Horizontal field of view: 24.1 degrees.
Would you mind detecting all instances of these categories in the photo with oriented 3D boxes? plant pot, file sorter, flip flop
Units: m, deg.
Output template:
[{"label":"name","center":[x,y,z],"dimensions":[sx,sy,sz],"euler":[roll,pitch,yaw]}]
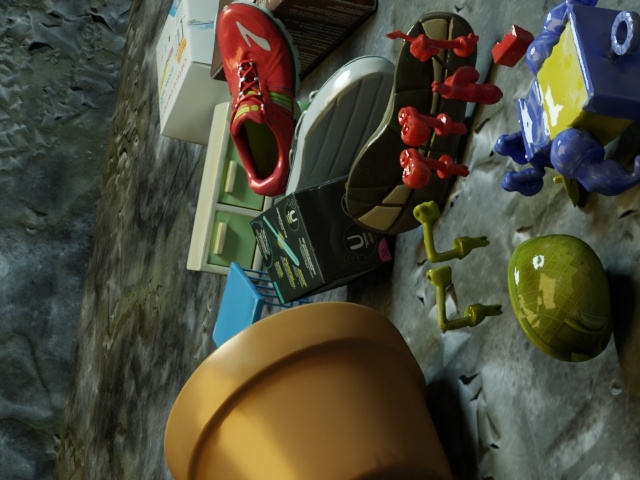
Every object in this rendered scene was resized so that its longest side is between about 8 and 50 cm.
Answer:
[{"label":"plant pot","center":[0.009,0.237,1.553],"dimensions":[0.203,0.291,0.291],"euler":[53,131,45]},{"label":"file sorter","center":[-0.073,0.117,2.088],"dimensions":[0.170,0.104,0.118],"euler":[-133,55,-68]},{"label":"flip flop","center":[0.110,-0.132,1.712],"dimensions":[0.080,0.112,0.277],"euler":[-56,-18,-68]}]

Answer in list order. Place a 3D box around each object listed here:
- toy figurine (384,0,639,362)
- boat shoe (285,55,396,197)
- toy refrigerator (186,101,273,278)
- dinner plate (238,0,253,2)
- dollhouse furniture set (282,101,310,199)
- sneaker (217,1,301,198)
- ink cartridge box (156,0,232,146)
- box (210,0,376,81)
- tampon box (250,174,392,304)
[{"label":"toy figurine","center":[0.201,-0.106,1.293],"dimensions":[0.217,0.191,0.362],"euler":[-52,34,46]},{"label":"boat shoe","center":[0.013,-0.143,1.951],"dimensions":[0.335,0.121,0.119],"euler":[120,149,-50]},{"label":"toy refrigerator","center":[-0.131,-0.077,2.376],"dimensions":[0.094,0.102,0.269],"euler":[-177,98,-71]},{"label":"dinner plate","center":[-0.102,-0.404,2.182],"dimensions":[0.141,0.017,0.141],"euler":[-169,90,-70]},{"label":"dollhouse furniture set","center":[-0.039,-0.134,2.183],"dimensions":[0.058,0.076,0.151],"euler":[166,103,-73]},{"label":"sneaker","center":[-0.084,-0.194,2.073],"dimensions":[0.118,0.107,0.279],"euler":[-34,-69,-67]},{"label":"ink cartridge box","center":[-0.170,-0.291,2.505],"dimensions":[0.232,0.168,0.171],"euler":[-99,27,-44]},{"label":"box","center":[-0.041,-0.371,2.222],"dimensions":[0.381,0.143,0.191],"euler":[152,126,-65]},{"label":"tampon box","center":[0.000,0.000,1.882],"dimensions":[0.161,0.101,0.120],"euler":[-30,79,65]}]
